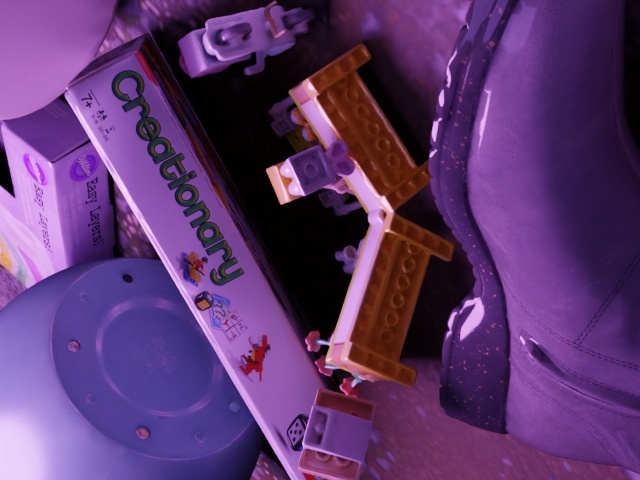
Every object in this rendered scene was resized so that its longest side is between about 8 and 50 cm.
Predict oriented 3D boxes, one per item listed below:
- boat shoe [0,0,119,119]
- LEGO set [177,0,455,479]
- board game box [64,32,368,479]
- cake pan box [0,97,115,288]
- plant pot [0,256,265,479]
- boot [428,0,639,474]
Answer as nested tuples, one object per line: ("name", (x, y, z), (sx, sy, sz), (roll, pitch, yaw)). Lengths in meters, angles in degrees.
("boat shoe", (-0.215, -0.247, 0.672), (0.158, 0.127, 0.340), (51, 141, 22))
("LEGO set", (0.000, 0.000, 0.632), (0.107, 0.132, 0.287), (-18, 85, 62))
("board game box", (-0.069, 0.007, 0.712), (0.305, 0.053, 0.193), (62, -179, -17))
("cake pan box", (-0.307, -0.070, 1.012), (0.246, 0.070, 0.267), (36, 145, 20))
("plant pot", (-0.181, 0.152, 0.886), (0.293, 0.293, 0.235), (47, 134, 7))
("boot", (0.174, 0.013, 0.472), (0.223, 0.118, 0.338), (23, 146, 28))
